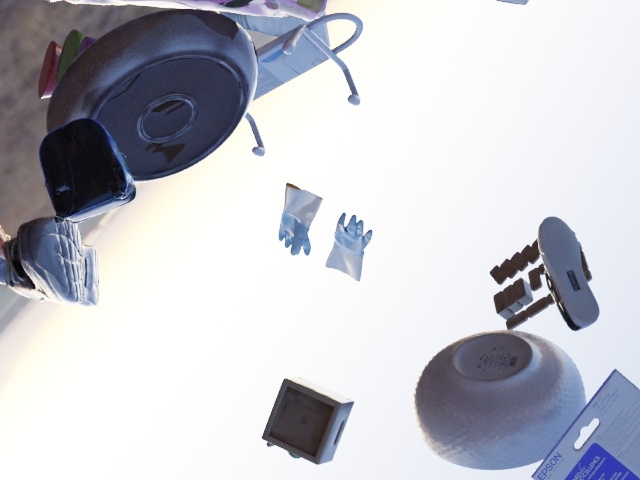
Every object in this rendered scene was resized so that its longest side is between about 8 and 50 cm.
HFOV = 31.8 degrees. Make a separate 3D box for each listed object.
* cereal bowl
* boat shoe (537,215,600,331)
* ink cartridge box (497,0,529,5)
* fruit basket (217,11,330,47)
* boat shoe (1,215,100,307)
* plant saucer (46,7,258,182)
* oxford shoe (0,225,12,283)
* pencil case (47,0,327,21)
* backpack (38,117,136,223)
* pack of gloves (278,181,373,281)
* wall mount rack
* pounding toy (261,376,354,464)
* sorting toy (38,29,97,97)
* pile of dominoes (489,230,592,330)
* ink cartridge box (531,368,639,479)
[{"bbox_3d":[0.338,0.278,2.166,0.339,0.141,0.339,-10,-151,6],"label":"cereal bowl"},{"bbox_3d":[0.451,0.064,2.101,0.078,0.219,0.070,-10,163,-18],"label":"boat shoe"},{"bbox_3d":[0.299,-0.410,1.635,0.122,0.052,0.088,-51,149,-43],"label":"ink cartridge box"},{"bbox_3d":[-0.104,-0.494,1.880,0.165,0.327,0.353,-11,178,24],"label":"fruit basket"},{"bbox_3d":[-0.442,0.048,1.795,0.355,0.130,0.132,92,-5,-75],"label":"boat shoe"},{"bbox_3d":[-0.217,-0.180,1.535,0.311,0.050,0.310,-24,149,-15],"label":"plant saucer"},{"bbox_3d":[-0.644,0.041,2.215,0.098,0.097,0.271,-30,159,-9],"label":"oxford shoe"},{"bbox_3d":[-0.181,-0.373,1.461,0.167,0.386,0.160,106,-20,-46],"label":"pencil case"},{"bbox_3d":[-0.292,-0.087,1.398,0.105,0.114,0.084,-23,172,1],"label":"backpack"},{"bbox_3d":[0.000,0.000,2.252,0.046,0.195,0.232,-59,170,-30],"label":"pack of gloves"},{"bbox_3d":[-0.089,-0.261,1.847,0.350,0.130,0.304,-26,157,18],"label":"wall mount rack"},{"bbox_3d":[-0.029,0.310,1.879,0.141,0.130,0.100,-70,160,3],"label":"pounding toy"},{"bbox_3d":[-0.453,-0.335,2.215,0.365,0.126,0.127,3,-98,62],"label":"sorting toy"},{"bbox_3d":[0.498,0.085,2.532,0.251,0.040,0.196,-37,-142,29],"label":"pile of dominoes"},{"bbox_3d":[0.440,0.327,1.642,0.206,0.208,0.045,-50,-175,-6],"label":"ink cartridge box"}]
